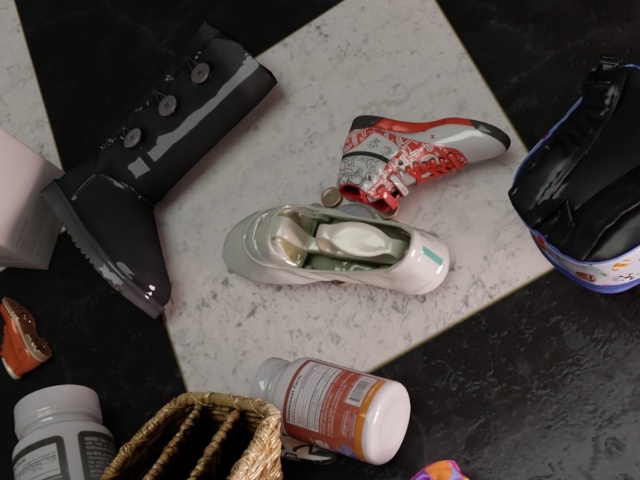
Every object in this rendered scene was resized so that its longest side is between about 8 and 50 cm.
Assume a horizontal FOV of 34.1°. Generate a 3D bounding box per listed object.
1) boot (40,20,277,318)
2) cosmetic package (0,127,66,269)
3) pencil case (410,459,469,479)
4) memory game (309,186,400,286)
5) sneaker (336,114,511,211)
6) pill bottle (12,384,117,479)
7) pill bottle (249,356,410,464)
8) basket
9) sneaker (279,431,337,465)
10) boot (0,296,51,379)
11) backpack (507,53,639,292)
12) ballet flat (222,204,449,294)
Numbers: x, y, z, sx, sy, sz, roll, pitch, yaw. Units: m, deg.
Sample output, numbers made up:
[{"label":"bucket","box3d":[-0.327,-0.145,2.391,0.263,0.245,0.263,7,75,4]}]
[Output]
[{"label":"boot","box3d":[-0.237,-0.133,1.802,0.445,0.146,0.367,-43,57,-2]},{"label":"cosmetic package","box3d":[-0.616,-0.100,1.830,0.155,0.365,0.197,3,69,28]},{"label":"pencil case","box3d":[0.203,0.397,1.352,0.104,0.104,0.236,-42,55,4]},{"label":"memory game","box3d":[0.045,-0.013,1.669,0.186,0.012,0.186,-11,63,22]},{"label":"sneaker","box3d":[0.152,-0.110,1.608,0.270,0.090,0.145,7,68,29]},{"label":"pill bottle","box3d":[-0.388,0.380,1.619,0.161,0.161,0.283,-27,58,14]},{"label":"pill bottle","box3d":[0.010,0.238,1.507,0.216,0.121,0.121,12,74,31]},{"label":"basket","box3d":[-0.206,0.344,1.433,0.213,0.223,0.299,25,57,17]},{"label":"sneaker","box3d":[-0.025,0.306,1.542,0.109,0.040,0.044,4,67,27]},{"label":"boot","box3d":[-0.546,0.172,1.859,0.084,0.059,0.158,-42,57,10]},{"label":"backpack","box3d":[0.398,-0.068,1.399,0.263,0.213,0.276,-37,50,-2]},{"label":"ballet flat","box3d":[0.000,0.000,1.600,0.400,0.139,0.139,7,71,29]}]
